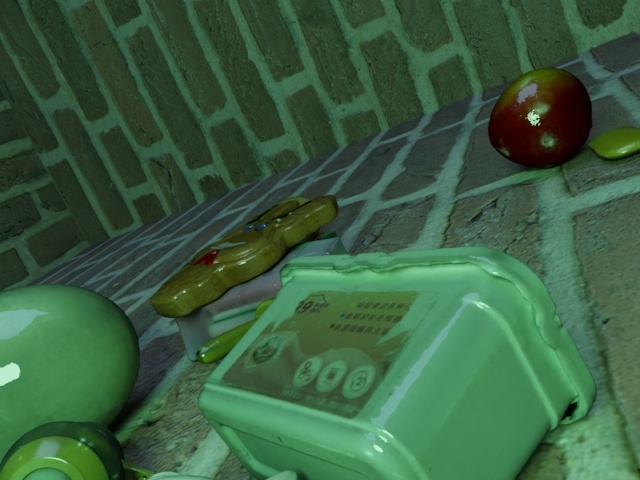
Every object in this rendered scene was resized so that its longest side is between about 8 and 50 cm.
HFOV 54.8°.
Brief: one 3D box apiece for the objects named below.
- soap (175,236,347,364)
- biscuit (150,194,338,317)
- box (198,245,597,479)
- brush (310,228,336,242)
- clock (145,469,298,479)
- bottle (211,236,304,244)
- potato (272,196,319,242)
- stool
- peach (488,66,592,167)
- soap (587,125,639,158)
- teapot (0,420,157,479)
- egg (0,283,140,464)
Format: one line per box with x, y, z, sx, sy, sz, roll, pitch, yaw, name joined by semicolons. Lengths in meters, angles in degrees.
-0.100;0.097;0.971;0.324;0.109;0.193;-19;15;24;soap
-0.123;0.013;0.987;0.334;0.047;0.202;-37;20;-32;biscuit
0.039;0.130;0.531;0.312;0.175;0.182;-6;32;51;box
0.000;0.000;1.338;0.083;0.018;0.021;-31;25;-29;brush
-0.135;0.272;0.391;0.324;0.108;0.265;-27;13;-11;clock
-0.146;0.037;1.207;0.245;0.104;0.104;-9;21;43;bottle
-0.071;-0.024;1.368;0.178;0.118;0.109;-49;-9;-35;potato
-0.064;0.143;0.743;0.110;0.135;0.134;-40;-24;-40;stool
0.401;-0.219;1.146;0.197;0.197;0.197;-23;14;6;peach
0.517;-0.173;1.078;0.089;0.033;0.168;-20;14;9;soap
-0.252;0.256;0.658;0.166;0.130;0.119;7;-3;-3;teapot
-0.419;0.197;0.837;0.352;0.258;0.258;-27;14;-4;egg
